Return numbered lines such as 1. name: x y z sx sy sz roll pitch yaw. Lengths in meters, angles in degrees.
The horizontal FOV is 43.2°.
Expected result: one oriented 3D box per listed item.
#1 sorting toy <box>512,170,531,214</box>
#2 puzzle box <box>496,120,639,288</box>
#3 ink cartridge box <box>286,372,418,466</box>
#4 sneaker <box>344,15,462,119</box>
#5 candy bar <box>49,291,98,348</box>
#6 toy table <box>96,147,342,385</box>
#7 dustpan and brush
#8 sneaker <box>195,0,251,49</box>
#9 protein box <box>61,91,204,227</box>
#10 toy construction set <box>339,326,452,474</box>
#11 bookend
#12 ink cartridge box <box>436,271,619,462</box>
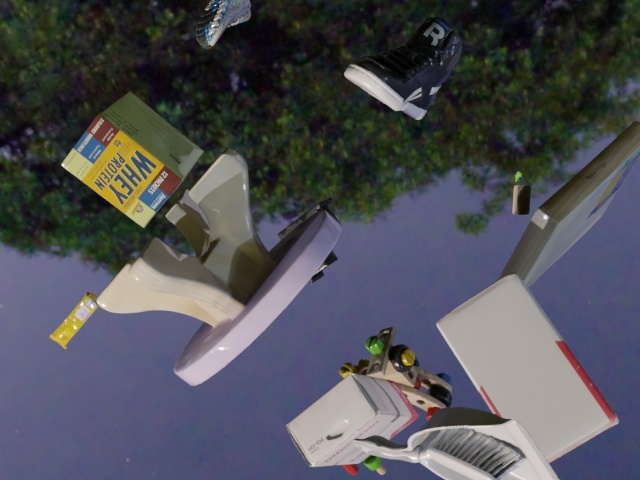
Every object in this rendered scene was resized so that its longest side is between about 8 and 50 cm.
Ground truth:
1. sorting toy: 0.382 -0.090 1.538 0.012 0.083 0.062 6 -175 39
2. puzzle box: 0.526 -0.058 1.681 0.052 0.272 0.409 39 -127 21
3. ink cartridge box: 0.061 0.323 1.442 0.158 0.218 0.092 -40 -114 11
4. sneaker: 0.106 -0.221 0.970 0.079 0.121 0.217 37 -166 15
5. candy bar: -0.471 0.155 1.554 0.161 0.040 0.018 -45 -173 29
6. toy table: -0.127 0.029 0.963 0.274 0.161 0.252 -48 -168 5
7. dustpan and brush: 0.122 0.213 0.813 0.211 0.147 0.060 9 -125 47
8. sneaker: -0.169 -0.427 1.515 0.071 0.083 0.190 -7 -125 43
9. protein box: -0.369 -0.166 1.619 0.136 0.200 0.201 -47 -168 19
10. toy construction set: 0.107 0.326 1.740 0.257 0.237 0.309 13 -121 50
11. bookend: 0.000 0.000 2.060 0.157 0.156 0.072 -37 175 31
12. ink cartridge box: 0.371 0.239 1.421 0.160 0.385 0.279 -35 -111 8
